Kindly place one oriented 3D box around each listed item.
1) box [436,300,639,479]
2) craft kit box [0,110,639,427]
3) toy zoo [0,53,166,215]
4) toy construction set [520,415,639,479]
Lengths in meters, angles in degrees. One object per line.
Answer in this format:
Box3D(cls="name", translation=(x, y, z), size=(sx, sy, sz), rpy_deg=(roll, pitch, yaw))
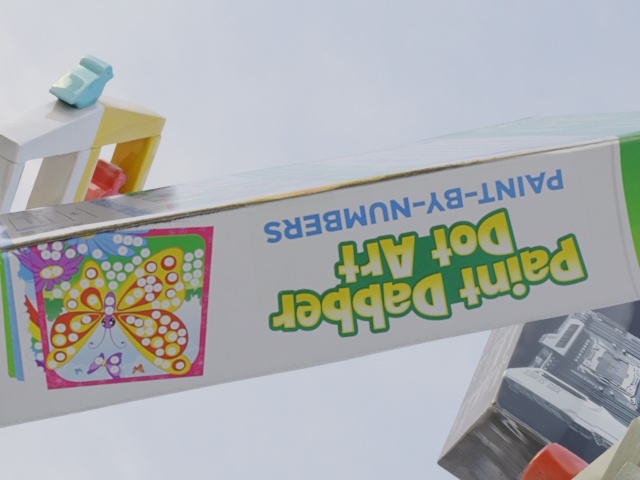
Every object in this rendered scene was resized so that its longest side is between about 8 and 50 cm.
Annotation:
Box3D(cls="box", translation=(0.238, 0.114, 1.355), size=(0.242, 0.307, 0.076), rpy_deg=(35, -52, -3))
Box3D(cls="craft kit box", translation=(0.000, 0.000, 0.644), size=(0.250, 0.246, 0.061), rpy_deg=(-164, -119, -79))
Box3D(cls="toy zoo", translation=(-0.201, 0.005, 1.350), size=(0.030, 0.192, 0.293), rpy_deg=(29, -71, 19))
Box3D(cls="toy construction set", translation=(0.225, 0.183, 0.750), size=(0.327, 0.215, 0.151), rpy_deg=(41, -28, 14))
